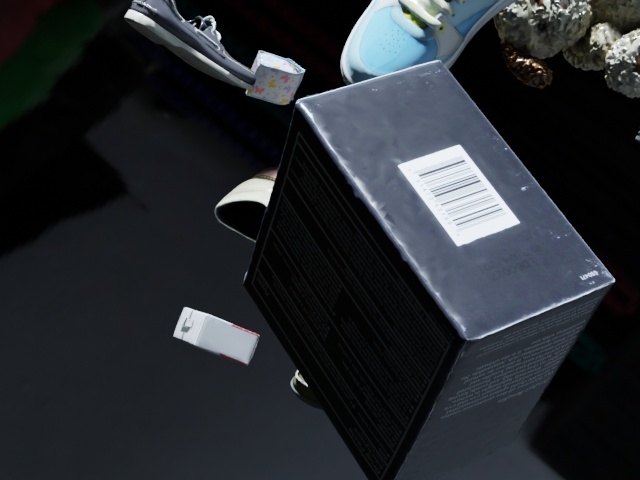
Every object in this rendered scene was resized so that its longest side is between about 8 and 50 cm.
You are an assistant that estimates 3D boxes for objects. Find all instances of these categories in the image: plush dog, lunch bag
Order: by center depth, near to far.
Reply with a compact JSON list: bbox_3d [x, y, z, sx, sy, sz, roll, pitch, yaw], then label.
[{"bbox_3d":[0.349,-0.327,2.077,0.210,0.225,0.262,-162,71,-79],"label":"plush dog"},{"bbox_3d":[-0.076,-0.270,2.498,0.053,0.083,0.071,-95,25,-50],"label":"lunch bag"}]

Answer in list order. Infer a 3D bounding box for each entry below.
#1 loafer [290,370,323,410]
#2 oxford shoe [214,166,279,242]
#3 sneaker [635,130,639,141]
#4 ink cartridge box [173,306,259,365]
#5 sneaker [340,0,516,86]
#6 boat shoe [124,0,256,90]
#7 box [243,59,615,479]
[{"bbox_3d":[0.069,0.209,2.287,0.094,0.251,0.087,-50,-44,-52],"label":"loafer"},{"bbox_3d":[0.000,0.000,2.427,0.146,0.397,0.140,-29,-54,-41],"label":"oxford shoe"},{"bbox_3d":[0.596,-0.177,2.324,0.276,0.135,0.097,-17,-45,-49],"label":"sneaker"},{"bbox_3d":[-0.170,0.155,2.426,0.056,0.099,0.135,-69,19,-6],"label":"ink cartridge box"},{"bbox_3d":[0.144,-0.304,1.668,0.319,0.127,0.208,-45,-14,-18],"label":"sneaker"},{"bbox_3d":[-0.145,-0.248,1.826,0.206,0.075,0.065,30,-96,-41],"label":"boat shoe"},{"bbox_3d":[0.089,0.039,1.456,0.183,0.296,0.294,-19,-30,-28],"label":"box"}]
